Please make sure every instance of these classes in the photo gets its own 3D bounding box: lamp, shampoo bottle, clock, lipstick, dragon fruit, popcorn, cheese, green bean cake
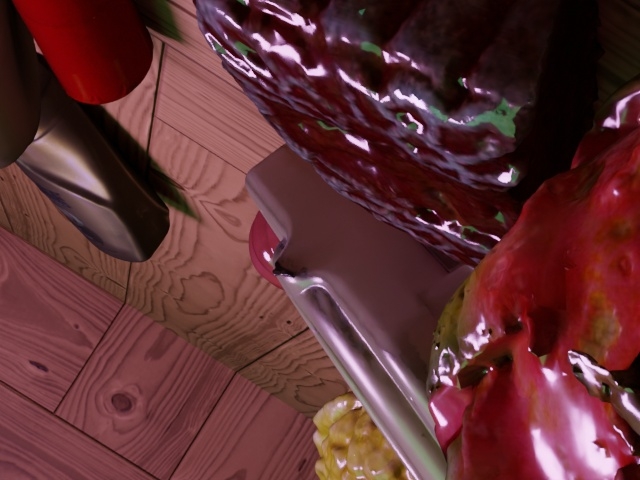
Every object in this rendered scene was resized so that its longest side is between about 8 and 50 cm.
[{"bbox_3d":[0.000,0.000,1.209,0.107,0.092,0.107,-2,161,-1],"label":"lamp"},{"bbox_3d":[-0.242,-0.080,1.575,0.125,0.084,0.350,30,169,20],"label":"shampoo bottle"},{"bbox_3d":[0.086,0.090,0.986,0.309,0.114,0.284,58,174,-35],"label":"clock"},{"bbox_3d":[-0.156,-0.158,0.990,0.073,0.073,0.279,30,168,11],"label":"lipstick"},{"bbox_3d":[0.168,0.053,0.575,0.231,0.237,0.303,29,172,-15],"label":"dragon fruit"},{"bbox_3d":[0.108,0.218,1.632,0.212,0.259,0.259,55,179,22],"label":"popcorn"},{"bbox_3d":[-0.250,-0.145,1.129,0.091,0.175,0.202,-6,142,-4],"label":"cheese"},{"bbox_3d":[0.056,-0.064,0.733,0.198,0.097,0.232,25,167,31],"label":"green bean cake"}]
